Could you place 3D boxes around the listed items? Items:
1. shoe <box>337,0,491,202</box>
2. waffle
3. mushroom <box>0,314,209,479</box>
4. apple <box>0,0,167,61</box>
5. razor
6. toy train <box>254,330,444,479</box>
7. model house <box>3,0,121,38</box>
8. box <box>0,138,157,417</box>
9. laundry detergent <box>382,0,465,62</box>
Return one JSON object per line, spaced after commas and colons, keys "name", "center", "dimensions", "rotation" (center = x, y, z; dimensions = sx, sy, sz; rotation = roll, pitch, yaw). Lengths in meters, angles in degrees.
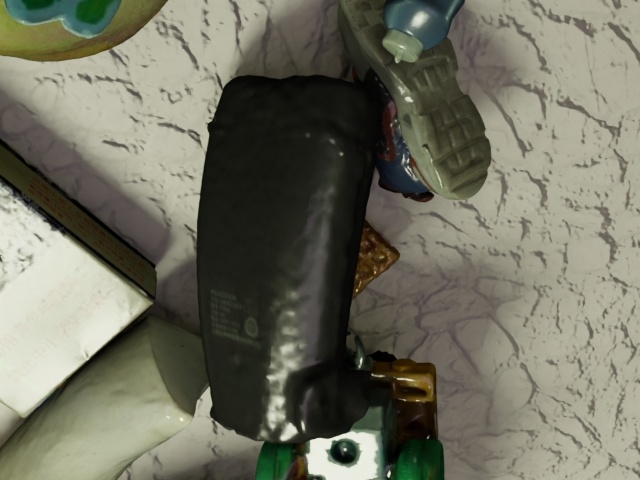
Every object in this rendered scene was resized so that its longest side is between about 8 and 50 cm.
{"name": "shoe", "center": [0.070, -0.135, 0.867], "dimensions": [0.099, 0.125, 0.227], "rotation": [-30, 96, -33]}
{"name": "waffle", "center": [0.000, -0.001, 0.939], "dimensions": [0.102, 0.042, 0.148], "rotation": [-42, 116, 14]}
{"name": "mushroom", "center": [-0.273, 0.238, 0.945], "dimensions": [0.397, 0.177, 0.126], "rotation": [-41, 100, 15]}
{"name": "apple", "center": [-0.229, -0.228, 0.746], "dimensions": [0.265, 0.120, 0.193], "rotation": [-10, 128, -2]}
{"name": "razor", "center": [-0.036, 0.014, 0.818], "dimensions": [0.107, 0.189, 0.326], "rotation": [-1, 96, -44]}
{"name": "toy train", "center": [0.053, 0.287, 0.990], "dimensions": [0.178, 0.249, 0.429], "rotation": [0, 105, 12]}
{"name": "model house", "center": [-0.152, -0.326, 0.568], "dimensions": [0.313, 0.242, 0.357], "rotation": [16, 74, -20]}
{"name": "box", "center": [-0.336, 0.013, 0.865], "dimensions": [0.198, 0.084, 0.310], "rotation": [-41, 116, 12]}
{"name": "laundry detergent", "center": [0.111, -0.238, 0.771], "dimensions": [0.061, 0.097, 0.206], "rotation": [31, 84, -17]}
